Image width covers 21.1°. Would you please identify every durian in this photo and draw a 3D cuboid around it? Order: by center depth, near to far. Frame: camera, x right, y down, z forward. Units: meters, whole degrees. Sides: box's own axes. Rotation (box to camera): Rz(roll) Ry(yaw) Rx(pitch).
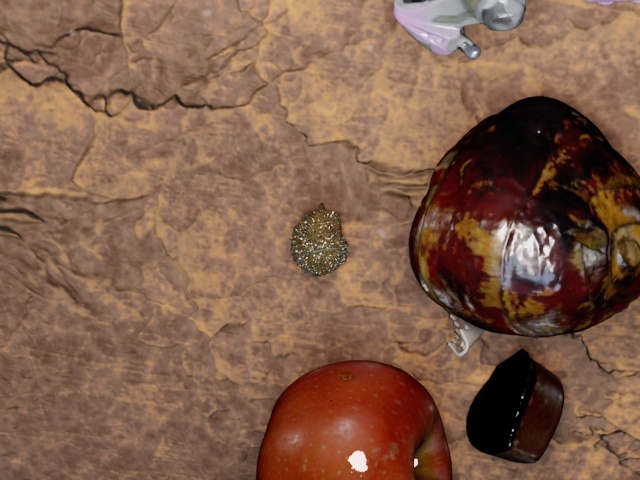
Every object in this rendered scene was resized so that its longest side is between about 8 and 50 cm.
[{"bbox_3d":[0.000,0.000,2.049,0.080,0.091,0.080,3,161,1],"label":"durian"}]

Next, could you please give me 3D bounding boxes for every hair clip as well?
[{"bbox_3d":[0.169,0.074,1.979,0.072,0.226,0.034,29,115,-20],"label":"hair clip"}]

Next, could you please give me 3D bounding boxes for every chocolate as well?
[{"bbox_3d":[0.254,0.217,2.118,0.080,0.125,0.149,20,120,-22],"label":"chocolate"}]

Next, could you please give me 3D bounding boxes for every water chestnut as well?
[{"bbox_3d":[0.230,-0.009,1.893,0.289,0.289,0.244,21,142,-3],"label":"water chestnut"}]

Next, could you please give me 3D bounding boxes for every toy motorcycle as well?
[{"bbox_3d":[0.208,-0.284,1.804,0.327,0.143,0.188,-2,131,-6],"label":"toy motorcycle"}]

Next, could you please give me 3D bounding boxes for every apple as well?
[{"bbox_3d":[0.041,0.277,2.104,0.216,0.260,0.260,-3,121,24],"label":"apple"}]
